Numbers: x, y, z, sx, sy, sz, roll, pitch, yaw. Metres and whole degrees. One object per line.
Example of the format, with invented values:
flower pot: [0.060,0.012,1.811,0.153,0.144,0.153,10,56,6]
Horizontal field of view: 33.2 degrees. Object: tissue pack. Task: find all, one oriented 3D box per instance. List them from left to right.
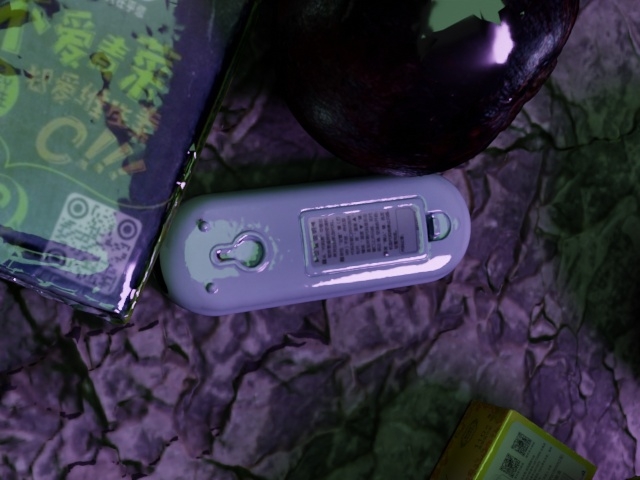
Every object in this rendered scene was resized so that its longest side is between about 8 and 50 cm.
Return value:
tissue pack: [-0.159,-0.083,0.684,0.173,0.073,0.235,24,80,-22]
tissue pack: [0.123,0.222,0.817,0.095,0.062,0.176,35,78,-19]

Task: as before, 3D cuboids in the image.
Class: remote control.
remote control: [0.000,0.000,0.770,0.244,0.047,0.087,-8,97,-22]

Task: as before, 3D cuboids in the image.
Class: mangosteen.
mangosteen: [0.053,-0.150,0.711,0.216,0.216,0.216,0,90,-24]

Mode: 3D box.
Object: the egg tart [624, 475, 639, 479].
egg tart: [0.214,0.301,0.758,0.294,0.123,0.294,-2,94,-23]
